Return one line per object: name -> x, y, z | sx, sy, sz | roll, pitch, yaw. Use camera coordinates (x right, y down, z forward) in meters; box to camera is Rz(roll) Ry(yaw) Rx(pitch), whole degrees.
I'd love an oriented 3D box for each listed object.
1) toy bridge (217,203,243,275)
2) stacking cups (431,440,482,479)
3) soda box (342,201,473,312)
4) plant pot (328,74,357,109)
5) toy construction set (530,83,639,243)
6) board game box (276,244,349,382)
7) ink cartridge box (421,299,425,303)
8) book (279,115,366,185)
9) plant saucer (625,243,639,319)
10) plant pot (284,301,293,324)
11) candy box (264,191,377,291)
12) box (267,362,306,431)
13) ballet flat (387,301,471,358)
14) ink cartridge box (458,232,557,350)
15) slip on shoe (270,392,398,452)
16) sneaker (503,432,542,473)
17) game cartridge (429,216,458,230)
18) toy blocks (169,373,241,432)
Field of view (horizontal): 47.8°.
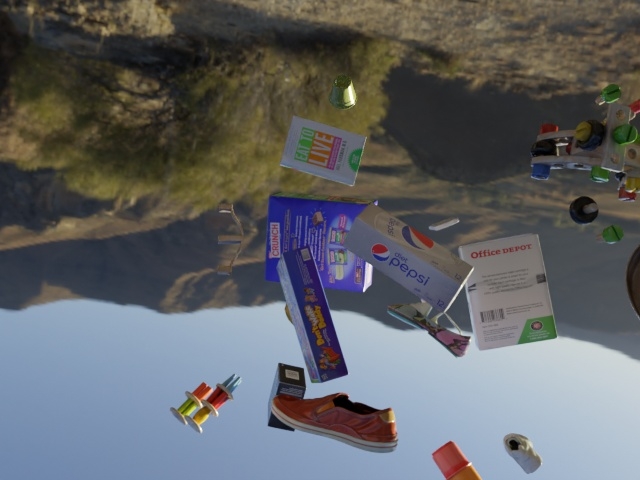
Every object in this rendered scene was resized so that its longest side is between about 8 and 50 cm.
toy bridge -> -0.223, -0.002, 1.793 | 0.063, 0.188, 0.026 | 0, 159, -7
stacking cups -> 0.360, 0.598, 1.606 | 0.096, 0.096, 0.316 | 10, -140, -57
soda box -> 0.200, 0.036, 1.667 | 0.286, 0.098, 0.091 | 33, -141, 12
plant pot -> 0.064, -0.433, 2.074 | 0.083, 0.083, 0.079 | 10, 159, 6
toy construction set -> 0.592, -0.199, 1.411 | 0.257, 0.309, 0.237 | 37, 165, -3
board game box -> -0.027, 0.207, 1.948 | 0.078, 0.347, 0.233 | -16, 171, -10
ink cartridge box -> 0.300, 0.117, 2.020 | 0.052, 0.122, 0.088 | -20, 179, 21
book -> 0.004, -0.168, 1.360 | 0.144, 0.096, 0.035 | 15, 177, -6
plant saucer -> 0.857, 0.122, 1.678 | 0.310, 0.311, 0.050 | 10, 154, 4
plant pot -> -0.061, 0.207, 2.196 | 0.081, 0.081, 0.083 | -29, 119, 35
candy box -> 0.000, 0.000, 2.191 | 0.317, 0.268, 0.122 | 6, -170, 15
box -> -0.109, 0.500, 2.318 | 0.093, 0.158, 0.156 | 14, -167, -7
ballet flat -> 0.273, 0.202, 1.777 | 0.221, 0.079, 0.077 | 33, 177, 22
ink cartridge box -> 0.507, 0.137, 1.977 | 0.211, 0.289, 0.121 | -10, 178, 7
slip on shoe -> 0.030, 0.389, 1.632 | 0.331, 0.101, 0.123 | 6, -179, 36
sneaker -> 0.403, 0.419, 1.477 | 0.061, 0.053, 0.152 | 46, 180, -4
game cartridge -> 0.382, -0.051, 2.233 | 0.083, 0.017, 0.056 | -21, -175, -10
toy blocks -> -0.255, 0.355, 1.639 | 0.123, 0.148, 0.054 | 7, 134, 51
